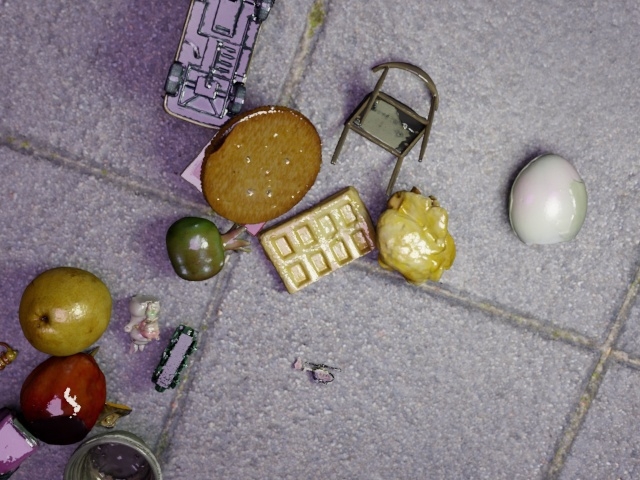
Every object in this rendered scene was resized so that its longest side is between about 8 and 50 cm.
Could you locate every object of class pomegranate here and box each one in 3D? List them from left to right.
[{"bbox_3d":[-0.263,0.010,1.759,0.191,0.131,0.152,-21,110,-17],"label":"pomegranate"}]

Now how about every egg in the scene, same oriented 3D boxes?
[{"bbox_3d":[0.541,-0.100,1.799,0.183,0.183,0.217,-6,95,-5],"label":"egg"}]

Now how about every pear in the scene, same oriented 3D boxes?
[{"bbox_3d":[-0.580,0.163,1.708,0.208,0.209,0.209,-1,100,-6],"label":"pear"}]

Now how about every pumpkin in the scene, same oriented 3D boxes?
[{"bbox_3d":[-0.517,0.419,1.830,0.073,0.035,0.101,-41,146,5],"label":"pumpkin"}]

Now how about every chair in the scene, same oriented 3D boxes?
[{"bbox_3d":[0.159,-0.268,1.746,0.188,0.166,0.272,30,53,-10],"label":"chair"}]

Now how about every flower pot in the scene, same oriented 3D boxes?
[{"bbox_3d":[-0.491,0.550,1.814,0.235,0.140,0.236,-1,100,-4],"label":"flower pot"}]

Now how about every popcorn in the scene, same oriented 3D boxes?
[{"bbox_3d":[0.215,0.000,1.764,0.190,0.191,0.254,-20,111,-14],"label":"popcorn"}]

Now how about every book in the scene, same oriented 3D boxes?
[{"bbox_3d":[-0.194,-0.140,1.788,0.232,0.022,0.162,40,91,-11],"label":"book"}]

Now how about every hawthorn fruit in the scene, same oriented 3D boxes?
[{"bbox_3d":[-0.580,0.342,1.742,0.189,0.189,0.251,31,60,-11],"label":"hawthorn fruit"}]

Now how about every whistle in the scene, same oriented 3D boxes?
[{"bbox_3d":[-0.775,0.290,1.797,0.109,0.057,0.046,-41,146,-7],"label":"whistle"}]

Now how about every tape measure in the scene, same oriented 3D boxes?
[{"bbox_3d":[-0.759,0.498,1.722,0.231,0.245,0.149,-43,101,-14],"label":"tape measure"}]

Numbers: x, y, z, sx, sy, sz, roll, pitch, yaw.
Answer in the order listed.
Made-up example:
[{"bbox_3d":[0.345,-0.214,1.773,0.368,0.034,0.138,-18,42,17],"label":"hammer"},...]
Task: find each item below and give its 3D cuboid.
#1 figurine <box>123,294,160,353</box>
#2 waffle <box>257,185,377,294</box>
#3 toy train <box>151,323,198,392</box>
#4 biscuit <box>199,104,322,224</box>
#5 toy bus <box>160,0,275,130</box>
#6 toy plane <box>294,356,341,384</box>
[{"bbox_3d":[-0.424,0.210,1.785,0.081,0.098,0.146,3,98,-20],"label":"figurine"},{"bbox_3d":[0.000,0.000,1.816,0.274,0.057,0.168,-27,102,-1],"label":"waffle"},{"bbox_3d":[-0.349,0.279,1.802,0.071,0.111,0.171,27,92,-11],"label":"toy train"},{"bbox_3d":[-0.130,-0.167,1.695,0.305,0.038,0.305,-18,132,-21],"label":"biscuit"},{"bbox_3d":[-0.225,-0.430,1.648,0.176,0.202,0.366,16,95,-15],"label":"toy bus"},{"bbox_3d":[-0.008,0.329,1.886,0.120,0.031,0.049,16,92,-11],"label":"toy plane"}]
